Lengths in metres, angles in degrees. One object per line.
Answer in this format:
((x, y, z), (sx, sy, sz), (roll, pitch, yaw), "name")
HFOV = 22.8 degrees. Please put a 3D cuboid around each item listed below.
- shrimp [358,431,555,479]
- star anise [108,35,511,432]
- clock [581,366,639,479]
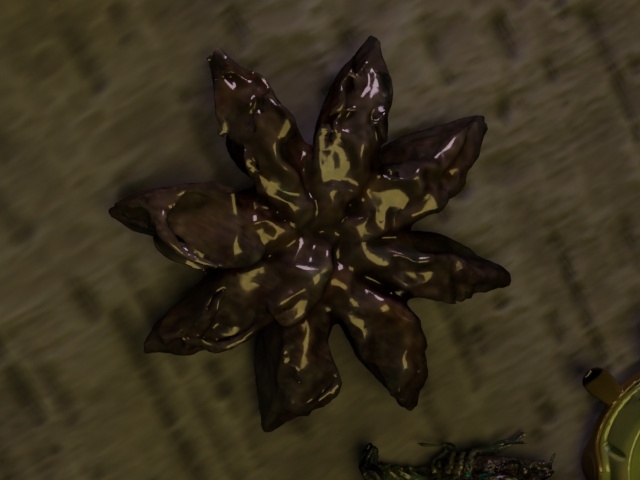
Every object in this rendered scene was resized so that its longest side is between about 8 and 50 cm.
((0.114, 0.198, 1.336), (0.174, 0.076, 0.082), (5, 58, -10), "shrimp")
((0.002, 0.001, 1.238), (0.331, 0.117, 0.332), (-2, 104, -8), "star anise")
((0.307, 0.178, 1.362), (0.170, 0.069, 0.232), (-35, 105, -5), "clock")
